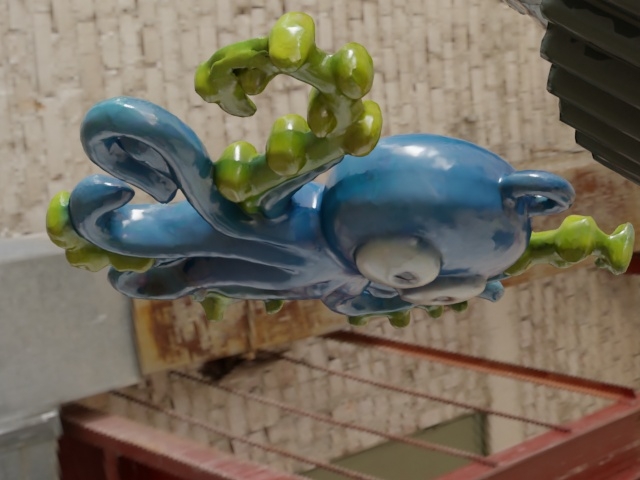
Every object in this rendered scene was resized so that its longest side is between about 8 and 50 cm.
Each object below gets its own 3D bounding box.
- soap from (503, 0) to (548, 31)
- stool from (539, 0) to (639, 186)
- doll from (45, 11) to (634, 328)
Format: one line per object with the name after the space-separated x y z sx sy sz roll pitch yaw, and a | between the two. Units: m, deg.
0.151 -0.299 0.983 0.159 0.302 0.258 -50 -139 14 | soap
0.316 -0.082 0.527 0.330 0.297 0.297 43 -52 42 | stool
0.000 0.000 0.780 0.341 0.346 0.099 -17 -123 28 | doll
